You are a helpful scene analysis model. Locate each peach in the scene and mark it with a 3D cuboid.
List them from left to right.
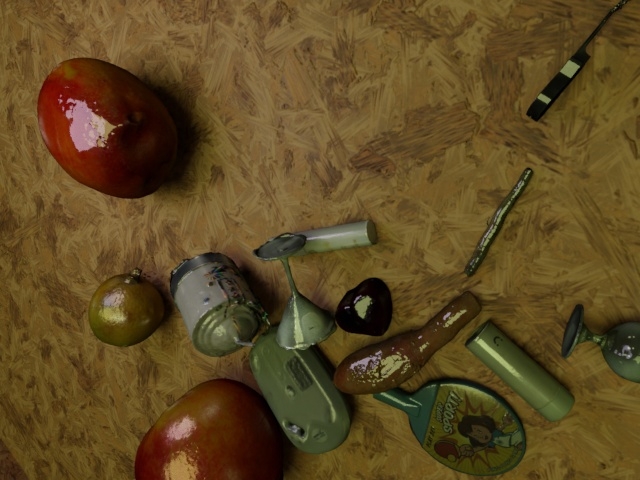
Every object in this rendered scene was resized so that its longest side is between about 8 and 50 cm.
[{"bbox_3d":[-0.520,-0.273,1.067,0.373,0.290,0.372,10,107,35],"label":"peach"},{"bbox_3d":[-0.264,0.558,1.075,0.388,0.388,0.388,6,103,27],"label":"peach"}]

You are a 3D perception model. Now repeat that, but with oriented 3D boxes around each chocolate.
[{"bbox_3d":[0.094,0.167,0.955,0.149,0.080,0.125,-37,82,27],"label":"chocolate"}]

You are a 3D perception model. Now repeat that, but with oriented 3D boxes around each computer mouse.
[{"bbox_3d":[-0.051,0.368,1.066,0.197,0.095,0.331,-39,72,17],"label":"computer mouse"}]

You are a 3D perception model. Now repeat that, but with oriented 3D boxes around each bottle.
[{"bbox_3d":[0.382,0.251,0.823,0.201,0.072,0.072,42,116,14],"label":"bottle"}]

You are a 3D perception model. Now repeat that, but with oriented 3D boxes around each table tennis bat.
[{"bbox_3d":[0.272,0.391,0.931,0.329,0.044,0.215,18,109,22],"label":"table tennis bat"}]

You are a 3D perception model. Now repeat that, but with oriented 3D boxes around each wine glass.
[{"bbox_3d":[-0.061,0.110,0.953,0.156,0.156,0.232,-2,115,28],"label":"wine glass"},{"bbox_3d":[0.543,0.192,0.708,0.231,0.103,0.103,19,109,20],"label":"wine glass"}]

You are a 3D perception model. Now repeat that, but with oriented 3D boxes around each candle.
[{"bbox_3d":[-0.232,0.176,1.010,0.330,0.187,0.187,46,121,44],"label":"candle"}]

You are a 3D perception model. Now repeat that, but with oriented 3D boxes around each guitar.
[{"bbox_3d":[0.425,-0.299,0.692,0.025,0.088,0.233,42,107,15],"label":"guitar"}]

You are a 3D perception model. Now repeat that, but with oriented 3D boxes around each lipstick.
[{"bbox_3d":[0.000,0.000,0.981,0.264,0.059,0.059,-9,96,28],"label":"lipstick"}]

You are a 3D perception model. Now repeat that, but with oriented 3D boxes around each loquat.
[{"bbox_3d":[-0.564,0.186,1.242,0.213,0.213,0.246,29,112,20],"label":"loquat"}]

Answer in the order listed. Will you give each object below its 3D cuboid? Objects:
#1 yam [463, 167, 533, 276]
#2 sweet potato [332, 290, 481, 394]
[{"bbox_3d":[0.337,-0.032,0.817,0.027,0.029,0.234,21,110,-6],"label":"yam"},{"bbox_3d":[0.181,0.242,0.914,0.385,0.109,0.109,-35,83,22],"label":"sweet potato"}]
